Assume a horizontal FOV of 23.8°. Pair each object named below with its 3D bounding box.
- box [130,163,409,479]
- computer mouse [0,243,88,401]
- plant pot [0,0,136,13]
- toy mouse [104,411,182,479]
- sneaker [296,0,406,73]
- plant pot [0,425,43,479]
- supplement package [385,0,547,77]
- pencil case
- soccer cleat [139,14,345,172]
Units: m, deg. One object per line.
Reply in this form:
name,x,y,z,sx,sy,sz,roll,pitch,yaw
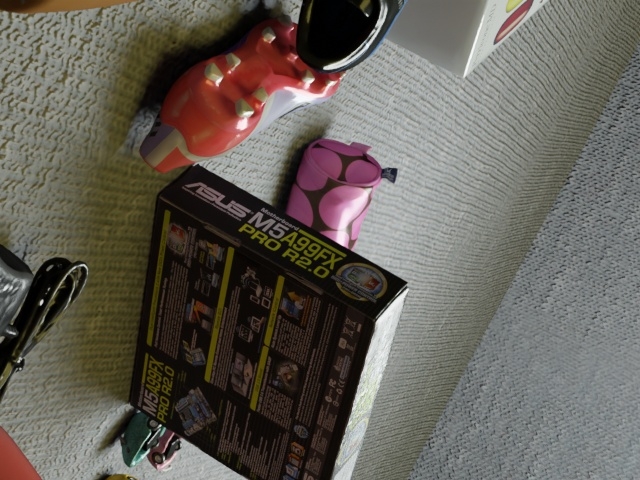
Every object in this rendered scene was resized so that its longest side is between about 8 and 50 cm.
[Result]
box,-0.053,0.094,1.317,0.060,0.216,0.270,-43,155,-43
computer mouse,-0.255,0.070,0.968,0.184,0.060,0.262,-56,168,2
plant pot,-0.082,-0.225,0.648,0.203,0.291,0.291,-30,149,-30
toy mouse,-0.167,0.196,1.470,0.143,0.031,0.161,-63,164,7
sneaker,0.052,-0.231,1.178,0.232,0.081,0.090,-64,172,22
plant pot,-0.230,0.299,0.997,0.275,0.243,0.275,-45,165,-15
supplement package,0.150,-0.282,1.445,0.244,0.134,0.139,-44,157,-45
pencil case,0.000,0.000,1.554,0.098,0.095,0.209,-64,177,-60
soccer cleat,-0.060,-0.118,1.222,0.095,0.083,0.248,-36,-178,28
